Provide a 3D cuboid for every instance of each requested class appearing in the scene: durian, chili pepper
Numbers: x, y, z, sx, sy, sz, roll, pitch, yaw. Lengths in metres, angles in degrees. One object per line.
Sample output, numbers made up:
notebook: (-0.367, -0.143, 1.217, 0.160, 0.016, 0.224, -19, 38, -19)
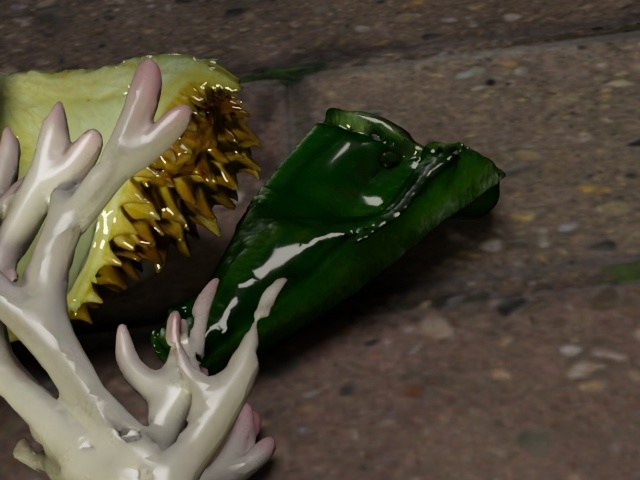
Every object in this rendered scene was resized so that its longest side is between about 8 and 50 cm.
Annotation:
durian: (-0.134, -0.032, 0.687, 0.252, 0.139, 0.144, 7, 33, 31)
chili pepper: (0.000, -0.003, 0.690, 0.108, 0.062, 0.216, 20, 44, 42)

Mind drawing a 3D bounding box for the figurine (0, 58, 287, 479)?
figurine: (-0.133, 0.109, 0.449, 0.315, 0.206, 0.284, -8, 46, -8)
